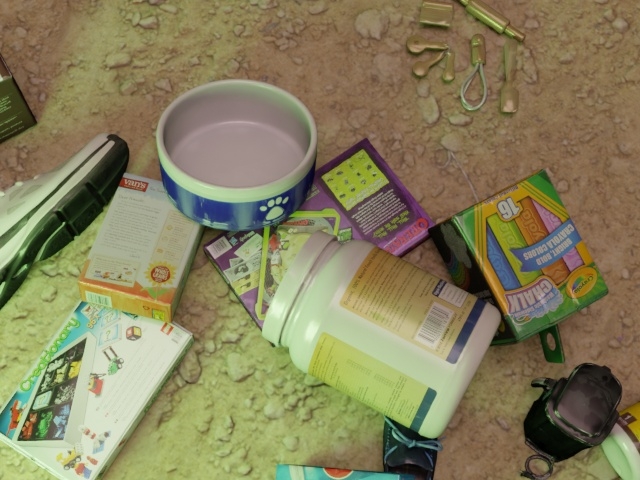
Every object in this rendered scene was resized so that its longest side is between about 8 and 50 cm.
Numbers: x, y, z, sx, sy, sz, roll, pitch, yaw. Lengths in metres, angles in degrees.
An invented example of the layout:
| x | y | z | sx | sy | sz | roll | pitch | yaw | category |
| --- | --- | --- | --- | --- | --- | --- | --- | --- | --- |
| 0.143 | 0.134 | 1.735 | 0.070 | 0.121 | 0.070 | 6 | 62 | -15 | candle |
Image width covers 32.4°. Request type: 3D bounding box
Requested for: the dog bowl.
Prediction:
| x | y | z | sx | sy | sz | roll | pitch | yaw | category |
| --- | --- | --- | --- | --- | --- | --- | --- | --- | --- |
| -0.138 | -0.145 | 1.840 | 0.265 | 0.104 | 0.265 | 2 | 50 | -2 | dog bowl |

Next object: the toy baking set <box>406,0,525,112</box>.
| x | y | z | sx | sy | sz | roll | pitch | yaw | category |
| --- | --- | --- | --- | --- | --- | --- | --- | --- | --- |
| 0.274 | -0.342 | 2.005 | 0.256 | 0.030 | 0.196 | 33 | 77 | 8 | toy baking set |

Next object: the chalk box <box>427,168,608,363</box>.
| x | y | z | sx | sy | sz | roll | pitch | yaw | category |
| --- | --- | --- | --- | --- | --- | --- | --- | --- | --- |
| 0.332 | 0.060 | 1.788 | 0.179 | 0.180 | 0.289 | -27 | 88 | -10 | chalk box |

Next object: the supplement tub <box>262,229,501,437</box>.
| x | y | z | sx | sy | sz | roll | pitch | yaw | category |
| --- | --- | --- | --- | --- | --- | --- | --- | --- | --- |
| 0.092 | 0.137 | 1.700 | 0.316 | 0.228 | 0.228 | 28 | 74 | 9 | supplement tub |

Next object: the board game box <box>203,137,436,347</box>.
| x | y | z | sx | sy | sz | roll | pitch | yaw | category |
| --- | --- | --- | --- | --- | --- | --- | --- | --- | --- |
| 0.000 | 0.000 | 1.878 | 0.347 | 0.056 | 0.208 | -34 | 72 | -11 | board game box |

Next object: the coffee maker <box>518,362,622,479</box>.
| x | y | z | sx | sy | sz | roll | pitch | yaw | category |
| --- | --- | --- | --- | --- | --- | --- | --- | --- | --- |
| 0.392 | 0.289 | 1.729 | 0.120 | 0.178 | 0.171 | 10 | 72 | 2 | coffee maker |

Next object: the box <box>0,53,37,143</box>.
| x | y | z | sx | sy | sz | roll | pitch | yaw | category |
| --- | --- | --- | --- | --- | --- | --- | --- | --- | --- |
| -0.606 | -0.262 | 1.858 | 0.167 | 0.203 | 0.168 | -28 | 75 | -10 | box |

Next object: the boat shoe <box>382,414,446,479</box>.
| x | y | z | sx | sy | sz | roll | pitch | yaw | category |
| --- | --- | --- | --- | --- | --- | --- | --- | --- | --- |
| 0.150 | 0.357 | 1.746 | 0.109 | 0.089 | 0.258 | 0 | 72 | -2 | boat shoe |

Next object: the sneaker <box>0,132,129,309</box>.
| x | y | z | sx | sy | sz | roll | pitch | yaw | category |
| --- | --- | --- | --- | --- | --- | --- | --- | --- | --- |
| -0.543 | -0.068 | 1.816 | 0.257 | 0.169 | 0.447 | 42 | 78 | 9 | sneaker |

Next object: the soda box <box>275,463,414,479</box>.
| x | y | z | sx | sy | sz | roll | pitch | yaw | category |
| --- | --- | --- | --- | --- | --- | --- | --- | --- | --- |
| 0.035 | 0.387 | 1.697 | 0.210 | 0.067 | 0.071 | -1 | 78 | 26 | soda box |

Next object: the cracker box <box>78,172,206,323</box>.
| x | y | z | sx | sy | sz | roll | pitch | yaw | category |
| --- | --- | --- | --- | --- | --- | --- | --- | --- | --- |
| -0.286 | 0.010 | 1.823 | 0.156 | 0.067 | 0.232 | 14 | 56 | 3 | cracker box |

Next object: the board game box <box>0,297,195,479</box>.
| x | y | z | sx | sy | sz | roll | pitch | yaw | category |
| --- | --- | --- | --- | --- | --- | --- | --- | --- | --- |
| -0.368 | 0.232 | 1.787 | 0.193 | 0.053 | 0.305 | 31 | 74 | 9 | board game box |

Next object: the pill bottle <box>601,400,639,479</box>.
| x | y | z | sx | sy | sz | roll | pitch | yaw | category |
| --- | --- | --- | --- | --- | --- | --- | --- | --- | --- |
| 0.564 | 0.297 | 1.764 | 0.215 | 0.117 | 0.117 | -25 | 75 | -10 | pill bottle |
